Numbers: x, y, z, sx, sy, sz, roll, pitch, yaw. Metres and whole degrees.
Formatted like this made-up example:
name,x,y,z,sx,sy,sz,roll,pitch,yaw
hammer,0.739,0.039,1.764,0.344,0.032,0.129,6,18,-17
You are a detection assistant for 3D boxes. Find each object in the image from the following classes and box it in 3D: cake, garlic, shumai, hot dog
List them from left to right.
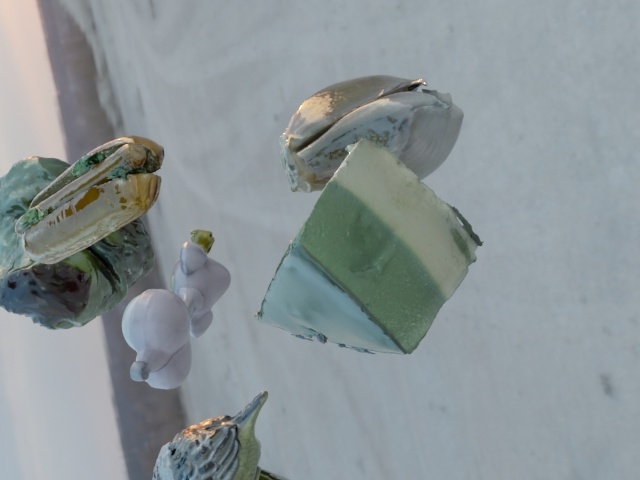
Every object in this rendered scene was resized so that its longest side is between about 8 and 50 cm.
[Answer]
name,x,y,z,sx,sy,sz,roll,pitch,yaw
shumai,-0.458,0.050,2.024,0.304,0.309,0.263,-53,14,46
hot dog,-0.258,-0.047,1.296,0.249,0.068,0.100,-25,50,42
cake,-0.002,0.001,1.273,0.284,0.158,0.172,3,139,53
garlic,0.103,-0.222,2.106,0.340,0.246,0.231,-30,58,33

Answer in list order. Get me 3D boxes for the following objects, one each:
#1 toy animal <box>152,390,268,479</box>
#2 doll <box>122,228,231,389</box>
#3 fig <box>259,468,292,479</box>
name,x,y,z,sx,sy,sz,roll,pitch,yaw
toy animal,-0.097,0.190,1.047,0.098,0.098,0.137,-135,56,-71
doll,-0.213,0.107,1.801,0.365,0.094,0.160,-60,-28,-61
fig,-0.063,0.327,1.115,0.225,0.203,0.203,-135,34,-73
